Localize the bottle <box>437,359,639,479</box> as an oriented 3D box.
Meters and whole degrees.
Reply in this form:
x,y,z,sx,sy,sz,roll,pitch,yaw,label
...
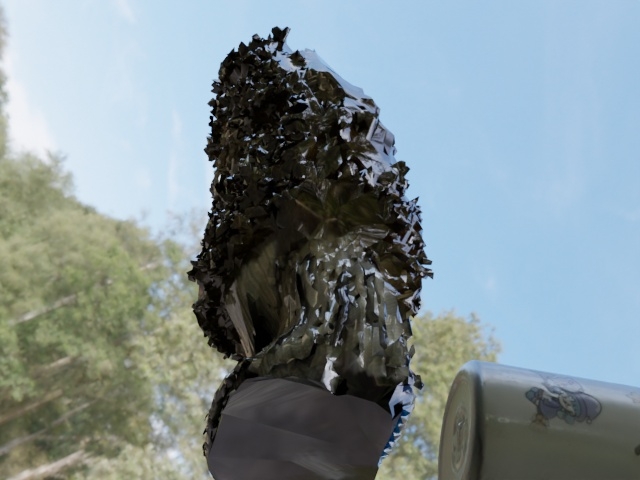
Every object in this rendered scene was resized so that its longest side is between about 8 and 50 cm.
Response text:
x,y,z,sx,sy,sz,roll,pitch,yaw,label
0.200,0.148,0.531,0.110,0.233,0.110,-171,-90,-89,bottle

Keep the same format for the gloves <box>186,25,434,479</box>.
x,y,z,sx,sy,sz,roll,pitch,yaw,label
-0.006,0.003,0.490,0.210,0.135,0.313,75,7,-53,gloves
